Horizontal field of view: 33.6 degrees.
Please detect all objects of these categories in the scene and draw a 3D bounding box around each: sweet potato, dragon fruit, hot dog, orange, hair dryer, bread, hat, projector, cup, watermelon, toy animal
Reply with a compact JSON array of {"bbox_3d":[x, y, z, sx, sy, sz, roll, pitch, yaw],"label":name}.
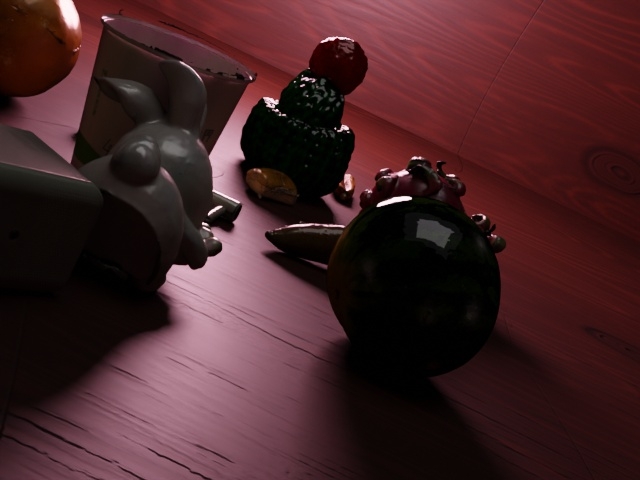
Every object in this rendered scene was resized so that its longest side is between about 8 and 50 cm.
[{"bbox_3d":[0.060,0.016,1.871,0.346,0.079,0.108,14,6,-46],"label":"sweet potato"},{"bbox_3d":[0.208,-0.036,2.073,0.273,0.198,0.218,47,62,2],"label":"dragon fruit"},{"bbox_3d":[0.050,-0.121,2.385,0.062,0.038,0.144,26,17,-8],"label":"hot dog"},{"bbox_3d":[-0.549,-0.380,1.904,0.246,0.246,0.246,24,15,-7],"label":"orange"},{"bbox_3d":[-0.183,-0.048,1.794,0.063,0.038,0.124,26,22,9],"label":"hair dryer"},{"bbox_3d":[-0.096,-0.111,2.091,0.106,0.053,0.072,19,19,-42],"label":"bread"},{"bbox_3d":[-0.022,-0.278,2.231,0.242,0.332,0.274,18,14,-34],"label":"hat"},{"bbox_3d":[-0.399,-0.049,1.202,0.177,0.163,0.242,35,15,35],"label":"projector"},{"bbox_3d":[-0.261,-0.187,1.659,0.253,0.274,0.253,21,15,-6],"label":"cup"},{"bbox_3d":[0.132,0.062,1.520,0.269,0.269,0.269,24,15,-7],"label":"watermelon"},{"bbox_3d":[-0.240,-0.082,1.441,0.182,0.247,0.310,1,32,16],"label":"toy animal"}]

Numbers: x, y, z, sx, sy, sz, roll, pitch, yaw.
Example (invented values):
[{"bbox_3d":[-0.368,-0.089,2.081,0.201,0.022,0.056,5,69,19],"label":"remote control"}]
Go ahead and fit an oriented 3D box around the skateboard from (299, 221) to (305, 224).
[{"bbox_3d":[0.000,0.000,1.927,0.083,0.032,0.064,13,30,-32],"label":"skateboard"}]
